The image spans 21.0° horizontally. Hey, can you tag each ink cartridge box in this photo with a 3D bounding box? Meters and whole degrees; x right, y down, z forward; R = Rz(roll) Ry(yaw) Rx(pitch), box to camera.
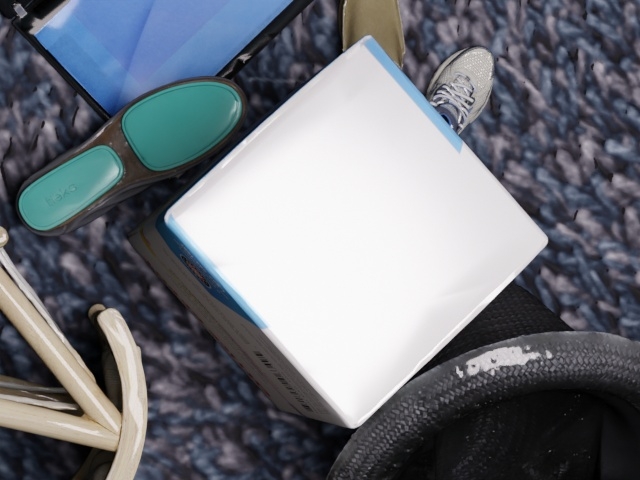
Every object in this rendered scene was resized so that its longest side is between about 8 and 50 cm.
[{"bbox_3d":[0.000,0.000,1.297,0.197,0.270,0.198,-43,96,-11],"label":"ink cartridge box"}]

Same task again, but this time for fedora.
[{"bbox_3d":[0.130,0.151,1.336,0.334,0.152,0.334,-8,134,-9],"label":"fedora"}]

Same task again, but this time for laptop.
[{"bbox_3d":[-0.139,-0.240,1.345,0.234,0.264,0.136,-45,60,-10],"label":"laptop"}]

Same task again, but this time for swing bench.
[{"bbox_3d":[-0.235,0.082,1.257,0.254,0.253,0.165,33,83,-8],"label":"swing bench"}]

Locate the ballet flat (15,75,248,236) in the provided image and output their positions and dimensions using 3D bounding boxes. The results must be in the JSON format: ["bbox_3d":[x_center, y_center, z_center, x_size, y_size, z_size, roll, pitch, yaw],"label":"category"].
[{"bbox_3d":[-0.147,-0.068,1.363,0.203,0.074,0.074,-30,94,4],"label":"ballet flat"}]

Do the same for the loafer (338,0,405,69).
[{"bbox_3d":[0.045,-0.153,1.422,0.056,0.050,0.148,-2,89,-11],"label":"loafer"}]

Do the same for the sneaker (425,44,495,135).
[{"bbox_3d":[0.106,-0.105,1.429,0.052,0.058,0.135,36,81,-8],"label":"sneaker"}]
